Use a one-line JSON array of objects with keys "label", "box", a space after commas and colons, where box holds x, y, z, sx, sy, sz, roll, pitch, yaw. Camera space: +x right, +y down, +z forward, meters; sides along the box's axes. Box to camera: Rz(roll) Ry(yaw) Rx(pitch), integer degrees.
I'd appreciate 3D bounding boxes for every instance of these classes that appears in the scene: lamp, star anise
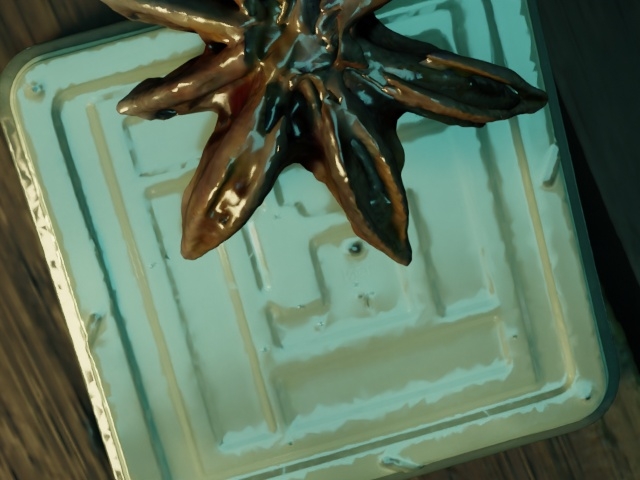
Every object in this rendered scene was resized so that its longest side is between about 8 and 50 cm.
[{"label": "lamp", "box": [0.000, 0.000, 0.716, 0.269, 0.047, 0.266, -16, 102, -3]}, {"label": "star anise", "box": [-0.003, -0.098, 0.632, 0.229, 0.093, 0.236, -35, 98, 6]}]
